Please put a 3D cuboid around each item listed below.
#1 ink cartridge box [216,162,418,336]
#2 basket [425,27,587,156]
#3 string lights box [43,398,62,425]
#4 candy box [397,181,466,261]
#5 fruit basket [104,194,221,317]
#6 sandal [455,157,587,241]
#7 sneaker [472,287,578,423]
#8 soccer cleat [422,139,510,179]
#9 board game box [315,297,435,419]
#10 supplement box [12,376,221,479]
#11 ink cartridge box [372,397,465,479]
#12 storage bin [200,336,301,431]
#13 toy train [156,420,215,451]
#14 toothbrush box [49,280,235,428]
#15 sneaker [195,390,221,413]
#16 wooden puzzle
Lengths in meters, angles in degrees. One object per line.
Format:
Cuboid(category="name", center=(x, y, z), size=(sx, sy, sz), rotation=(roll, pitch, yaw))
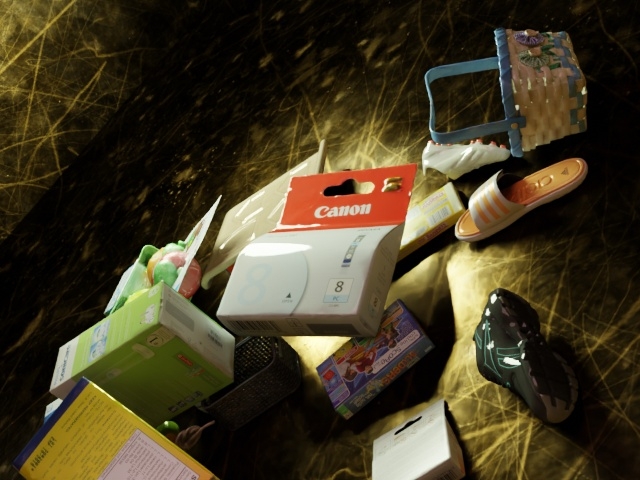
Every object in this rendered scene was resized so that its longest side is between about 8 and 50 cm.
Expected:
Cuboid(category="ink cartridge box", center=(0.000, 0.000, 1.864), size=(0.308, 0.091, 0.384), rotation=(-4, 56, 32))
Cuboid(category="basket", center=(0.344, -0.282, 1.847), size=(0.289, 0.201, 0.254), rotation=(-14, 38, 12))
Cuboid(category="string lights box", center=(-0.515, 0.454, 2.037), size=(0.077, 0.133, 0.259), rotation=(-34, 32, 15))
Cuboid(category="candy box", center=(0.186, -0.025, 1.912), size=(0.206, 0.027, 0.105), rotation=(-34, 28, 15))
Cuboid(category="fruit basket", center=(-0.354, 0.090, 2.200), size=(0.353, 0.166, 0.327), rotation=(-51, 15, 50))
Cuboid(category="sandal", center=(0.345, -0.094, 1.758), size=(0.265, 0.076, 0.102), rotation=(-30, 32, 22))
Cuboid(category="sneaker", center=(0.300, 0.187, 1.464), size=(0.106, 0.101, 0.267), rotation=(-56, 25, 24))
Cuboid(category="soccer cleat", center=(0.287, -0.157, 1.934), size=(0.196, 0.068, 0.076), rotation=(4, 86, 42))
Cuboid(category="board game box", center=(0.092, 0.206, 1.721), size=(0.201, 0.035, 0.136), rotation=(-40, 30, 6))
Cuboid(category="supplement box", center=(-0.311, 0.422, 1.658), size=(0.357, 0.195, 0.194), rotation=(27, 72, 36))
Cuboid(category="ink cartridge box", center=(0.147, 0.335, 1.507), size=(0.145, 0.045, 0.179), rotation=(-35, 12, 15))
Cuboid(category="storage bin", center=(-0.135, 0.264, 1.874), size=(0.180, 0.084, 0.122), rotation=(-35, 31, 13))
Cuboid(category="toy train", center=(-0.292, 0.395, 1.894), size=(0.248, 0.105, 0.143), rotation=(-39, 17, 8))
Cuboid(category="toothbrush box", center=(-0.333, 0.235, 1.855), size=(0.283, 0.206, 0.122), rotation=(-34, 34, 21))
Cuboid(category="sneaker", center=(-0.257, 0.247, 2.032), size=(0.094, 0.091, 0.258), rotation=(-40, 30, 6))
Cuboid(category="wooden puzzle", center=(-0.107, -0.049, 2.213), size=(0.348, 0.080, 0.322), rotation=(-37, 19, 21))
